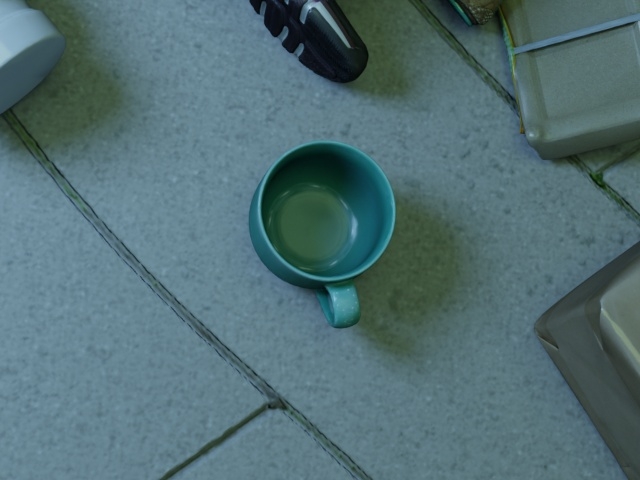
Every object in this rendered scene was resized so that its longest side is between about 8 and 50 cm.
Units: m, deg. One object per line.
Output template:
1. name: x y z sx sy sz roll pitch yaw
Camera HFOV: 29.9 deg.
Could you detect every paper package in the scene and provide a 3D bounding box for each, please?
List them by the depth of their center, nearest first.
1. paper package: 0.427 0.107 1.147 0.325 0.168 0.309 -32 87 -16

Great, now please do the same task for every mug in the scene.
1. mug: -0.007 -0.007 1.117 0.130 0.097 0.157 22 77 -7

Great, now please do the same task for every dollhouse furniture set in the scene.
1. dollhouse furniture set: 0.348 -0.195 1.239 0.302 0.151 0.197 -13 74 16

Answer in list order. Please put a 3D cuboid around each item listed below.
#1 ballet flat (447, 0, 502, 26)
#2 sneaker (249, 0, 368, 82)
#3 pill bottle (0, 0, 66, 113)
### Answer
1. ballet flat: 0.113 -0.310 1.209 0.067 0.073 0.206 -41 97 8
2. sneaker: -0.014 -0.300 1.170 0.162 0.106 0.281 -41 89 -18
3. pill bottle: -0.357 -0.238 1.063 0.153 0.153 0.264 -40 89 -15
